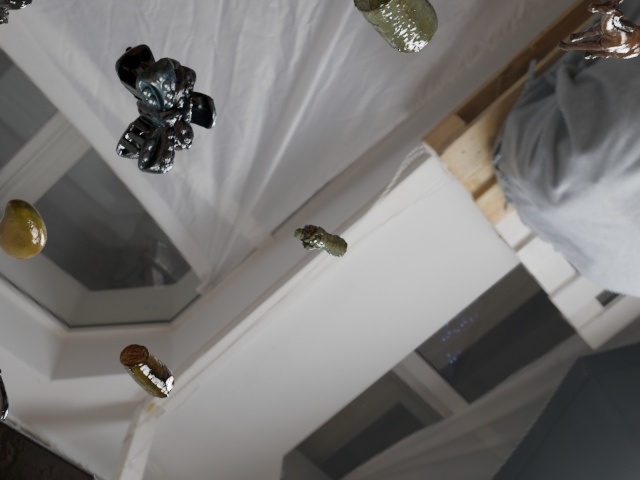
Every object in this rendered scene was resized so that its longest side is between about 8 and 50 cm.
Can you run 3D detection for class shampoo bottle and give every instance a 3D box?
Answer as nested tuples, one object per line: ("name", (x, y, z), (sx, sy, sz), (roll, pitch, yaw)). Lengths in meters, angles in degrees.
("shampoo bottle", (-0.361, 0.274, 0.771), (0.246, 0.079, 0.080), (39, -145, -18))

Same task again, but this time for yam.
("yam", (0.194, -0.604, 1.724), (0.161, 0.161, 0.268), (53, -164, 26))

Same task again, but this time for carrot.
("carrot", (-0.421, 0.323, 1.641), (0.082, 0.082, 0.173), (56, 172, 44))

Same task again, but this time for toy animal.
("toy animal", (0.519, -0.382, 1.209), (0.224, 0.066, 0.230), (6, -176, -20))

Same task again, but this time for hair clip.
("hair clip", (-0.389, -0.324, 1.648), (0.195, 0.310, 0.206), (33, -138, 25))

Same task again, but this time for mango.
("mango", (-0.852, -0.028, 1.904), (0.136, 0.227, 0.099), (15, -135, -12))

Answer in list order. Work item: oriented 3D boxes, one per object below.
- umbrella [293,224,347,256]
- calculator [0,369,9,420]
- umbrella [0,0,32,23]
("umbrella", (0.000, 0.000, 1.694), (0.144, 0.067, 0.062), (18, -179, -18))
("calculator", (-0.661, 0.326, 1.252), (0.040, 0.268, 0.177), (7, -139, -52))
("umbrella", (-0.553, -0.363, 0.994), (0.358, 0.106, 0.113), (14, 144, 36))
